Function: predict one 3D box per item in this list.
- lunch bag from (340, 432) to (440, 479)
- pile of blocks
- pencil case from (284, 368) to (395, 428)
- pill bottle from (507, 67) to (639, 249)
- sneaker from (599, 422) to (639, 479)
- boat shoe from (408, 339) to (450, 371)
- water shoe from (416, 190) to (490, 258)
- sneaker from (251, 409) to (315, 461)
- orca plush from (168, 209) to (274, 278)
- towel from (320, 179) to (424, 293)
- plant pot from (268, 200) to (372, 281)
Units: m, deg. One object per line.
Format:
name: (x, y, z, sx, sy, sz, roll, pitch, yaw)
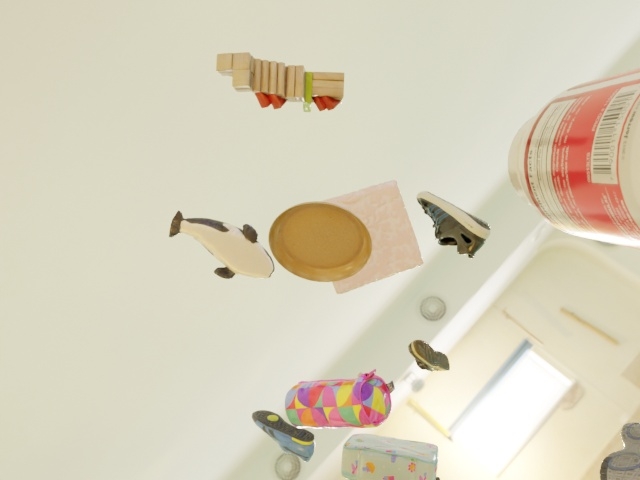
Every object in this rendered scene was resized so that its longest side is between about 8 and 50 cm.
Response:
lunch bag: (0.208, 0.637, 1.660, 0.224, 0.278, 0.108, 31, -115, -75)
pile of blocks: (-0.099, -0.381, 1.480, 0.361, 0.149, 0.113, 5, -96, -26)
pencil case: (0.033, 0.313, 1.123, 0.236, 0.105, 0.104, -22, -3, 43)
pill bottle: (0.410, -0.107, 0.758, 0.229, 0.229, 0.408, -51, 8, 3)
sneaker: (0.831, 0.605, 1.519, 0.297, 0.111, 0.130, -24, -77, -41)
boat shoe: (0.232, 0.262, 1.269, 0.049, 0.056, 0.152, -29, -43, 28)
water shoe: (0.235, -0.034, 1.103, 0.072, 0.203, 0.080, 21, -78, -30)
sneaker: (-0.108, 0.535, 1.570, 0.069, 0.209, 0.082, -17, -60, -55)
orca plush: (-0.253, 0.015, 1.513, 0.102, 0.287, 0.151, -113, 37, -84)
towel: (0.150, -0.015, 1.937, 0.331, 0.317, 0.053, -17, -6, -11)
plant pot: (0.000, 0.000, 1.309, 0.032, 0.236, 0.236, -82, 5, -49)
